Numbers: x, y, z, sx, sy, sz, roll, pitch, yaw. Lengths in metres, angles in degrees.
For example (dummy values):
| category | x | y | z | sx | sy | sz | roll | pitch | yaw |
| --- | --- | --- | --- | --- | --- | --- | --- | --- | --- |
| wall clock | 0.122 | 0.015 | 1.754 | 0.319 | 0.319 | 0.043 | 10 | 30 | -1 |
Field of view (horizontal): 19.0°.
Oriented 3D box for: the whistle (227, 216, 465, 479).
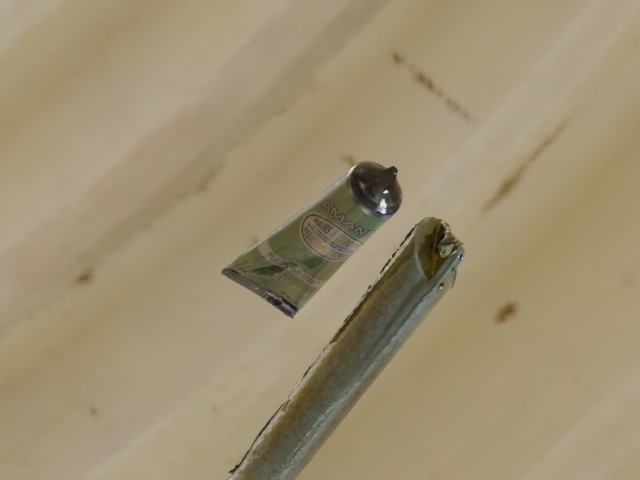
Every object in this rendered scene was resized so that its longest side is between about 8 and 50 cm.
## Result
| category | x | y | z | sx | sy | sz | roll | pitch | yaw |
| --- | --- | --- | --- | --- | --- | --- | --- | --- | --- |
| whistle | 0.025 | 0.119 | 1.760 | 0.326 | 0.057 | 0.068 | -52 | -148 | 14 |

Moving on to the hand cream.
| category | x | y | z | sx | sy | sz | roll | pitch | yaw |
| --- | --- | --- | --- | --- | --- | --- | --- | --- | --- |
| hand cream | 0.000 | 0.000 | 1.763 | 0.086 | 0.055 | 0.235 | 34 | -44 | -14 |
